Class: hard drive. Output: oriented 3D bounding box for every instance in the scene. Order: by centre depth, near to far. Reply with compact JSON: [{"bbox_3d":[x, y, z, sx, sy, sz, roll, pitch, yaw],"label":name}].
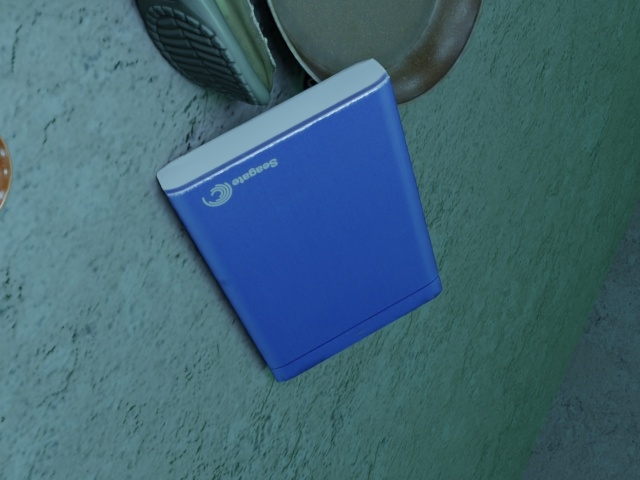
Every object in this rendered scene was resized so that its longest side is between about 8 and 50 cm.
[{"bbox_3d":[0.000,0.000,0.839,0.210,0.040,0.319,-29,140,-5],"label":"hard drive"}]

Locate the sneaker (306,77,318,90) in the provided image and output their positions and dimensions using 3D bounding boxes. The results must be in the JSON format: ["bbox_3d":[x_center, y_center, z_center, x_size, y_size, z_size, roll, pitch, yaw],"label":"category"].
[{"bbox_3d":[0.020,-0.171,0.862,0.047,0.057,0.119,-40,138,-48],"label":"sneaker"}]

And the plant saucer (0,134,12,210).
[{"bbox_3d":[-0.234,-0.039,0.549,0.083,0.013,0.084,-34,133,-47],"label":"plant saucer"}]

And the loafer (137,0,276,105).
[{"bbox_3d":[-0.087,-0.195,0.629,0.087,0.094,0.251,-56,147,-18],"label":"loafer"}]

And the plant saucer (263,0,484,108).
[{"bbox_3d":[0.046,-0.276,0.789,0.310,0.050,0.311,-9,104,-42],"label":"plant saucer"}]
